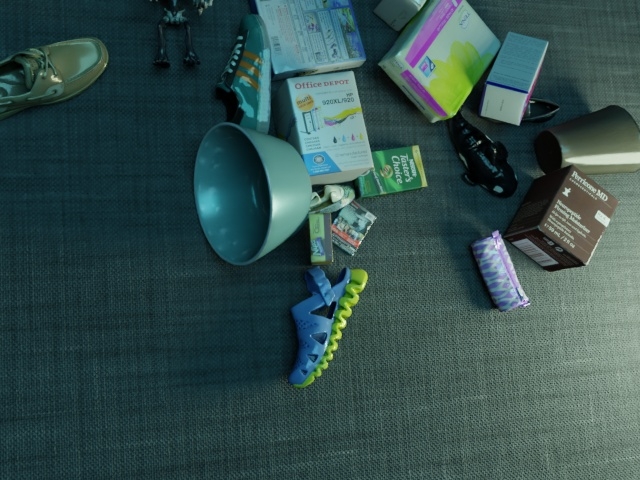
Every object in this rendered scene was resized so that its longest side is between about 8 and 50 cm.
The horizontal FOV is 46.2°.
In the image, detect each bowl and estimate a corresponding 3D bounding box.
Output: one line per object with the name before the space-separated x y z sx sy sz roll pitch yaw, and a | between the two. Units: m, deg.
bowl | -0.135 -0.110 1.662 0.163 0.311 0.311 -11 85 -38

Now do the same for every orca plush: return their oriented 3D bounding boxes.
orca plush | 0.429 -0.243 1.930 0.151 0.102 0.287 -22 88 -19

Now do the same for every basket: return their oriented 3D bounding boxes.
basket | 0.705 -0.250 1.992 0.227 0.154 0.204 -13 60 -14

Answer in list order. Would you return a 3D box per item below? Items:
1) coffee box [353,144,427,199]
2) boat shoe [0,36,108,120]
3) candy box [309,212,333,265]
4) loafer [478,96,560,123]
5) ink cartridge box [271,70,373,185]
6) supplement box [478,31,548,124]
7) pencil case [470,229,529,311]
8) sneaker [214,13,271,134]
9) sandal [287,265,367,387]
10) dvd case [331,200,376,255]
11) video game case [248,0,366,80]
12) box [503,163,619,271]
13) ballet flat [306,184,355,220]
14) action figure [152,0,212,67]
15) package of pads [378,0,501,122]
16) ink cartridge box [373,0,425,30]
coffee box | 0.168 -0.171 1.872 0.184 0.040 0.113 -9 84 -18
boat shoe | -0.617 -0.355 1.626 0.341 0.110 0.121 -32 92 -19
candy box | 0.000 0.000 1.713 0.053 0.186 0.109 -2 86 -2
loafer | 0.527 -0.352 1.990 0.223 0.078 0.076 -1 81 -17
ink cartridge box | -0.001 -0.256 1.767 0.171 0.168 0.232 -10 85 -18
supplement box | 0.497 -0.419 1.929 0.114 0.111 0.220 18 57 14
pencil case | 0.454 0.082 1.895 0.086 0.088 0.206 -24 88 -21
sneaker | -0.186 -0.391 1.764 0.121 0.108 0.302 1 83 -21
sandal | -0.012 0.186 1.728 0.138 0.126 0.317 27 67 -8
dvd case | 0.073 -0.034 1.837 0.087 0.013 0.119 35 75 -9
video game case | -0.039 -0.546 1.858 0.244 0.061 0.269 -13 86 -17
box | 0.614 -0.053 1.922 0.168 0.167 0.203 35 73 -9
ballet flat | 0.003 -0.097 1.792 0.188 0.070 0.070 -27 90 -20
action figure | -0.329 -0.542 1.713 0.164 0.141 0.275 -5 94 -17
package of pads | 0.312 -0.471 1.901 0.229 0.101 0.296 43 66 -20
ink cartridge box | 0.245 -0.661 1.913 0.093 0.154 0.212 35 74 -9
